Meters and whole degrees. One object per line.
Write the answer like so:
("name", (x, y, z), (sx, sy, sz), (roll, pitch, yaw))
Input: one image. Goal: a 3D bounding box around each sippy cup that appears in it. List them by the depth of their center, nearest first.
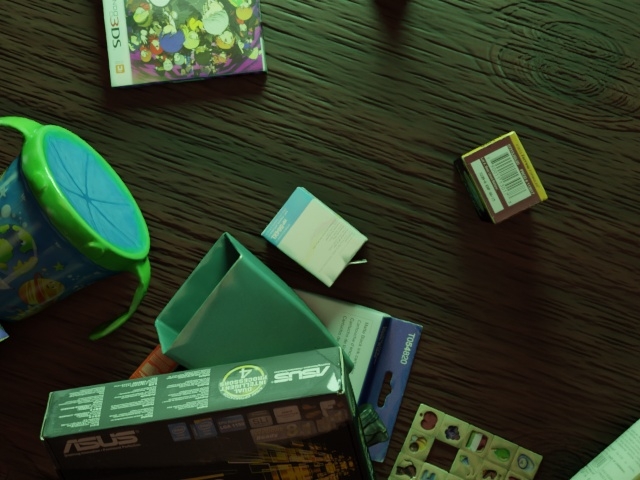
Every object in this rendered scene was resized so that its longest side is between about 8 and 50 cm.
("sippy cup", (-0.400, -0.006, 1.604), (0.224, 0.240, 0.305), (-36, 65, 13))

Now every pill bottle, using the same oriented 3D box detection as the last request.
("pill bottle", (0.479, 0.323, 1.613), (0.229, 0.131, 0.131), (-42, 90, 3))

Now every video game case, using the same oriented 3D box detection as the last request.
("video game case", (-0.203, -0.339, 1.666), (0.232, 0.042, 0.210), (-5, 93, 2))

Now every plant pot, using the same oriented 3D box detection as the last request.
("plant pot", (-0.081, 0.135, 1.562), (0.234, 0.166, 0.165), (38, 92, -16))

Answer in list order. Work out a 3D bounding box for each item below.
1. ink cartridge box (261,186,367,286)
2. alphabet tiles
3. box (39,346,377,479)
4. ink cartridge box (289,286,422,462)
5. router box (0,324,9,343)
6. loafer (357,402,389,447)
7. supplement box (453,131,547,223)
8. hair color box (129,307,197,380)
("ink cartridge box", (0.000, 0.000, 1.642), (0.143, 0.092, 0.090), (38, 93, 1))
("alphabet tiles", (0.194, 0.390, 1.688), (0.198, 0.009, 0.237), (24, 93, 1))
("box", (-0.131, 0.307, 1.515), (0.394, 0.097, 0.318), (-9, 127, 5))
("ink cartridge box", (0.016, 0.200, 1.670), (0.224, 0.045, 0.223), (15, 92, 2))
("router box", (-0.602, 0.117, 1.593), (0.309, 0.081, 0.243), (-38, 90, 40))
("loafer", (0.021, 0.307, 1.621), (0.170, 0.062, 0.061), (-37, 95, 6))
("supplement box", (0.247, -0.086, 1.582), (0.080, 0.188, 0.104), (-26, 90, 3))
("hair color box", (-0.215, 0.161, 1.665), (0.043, 0.072, 0.141), (42, 92, 1))
